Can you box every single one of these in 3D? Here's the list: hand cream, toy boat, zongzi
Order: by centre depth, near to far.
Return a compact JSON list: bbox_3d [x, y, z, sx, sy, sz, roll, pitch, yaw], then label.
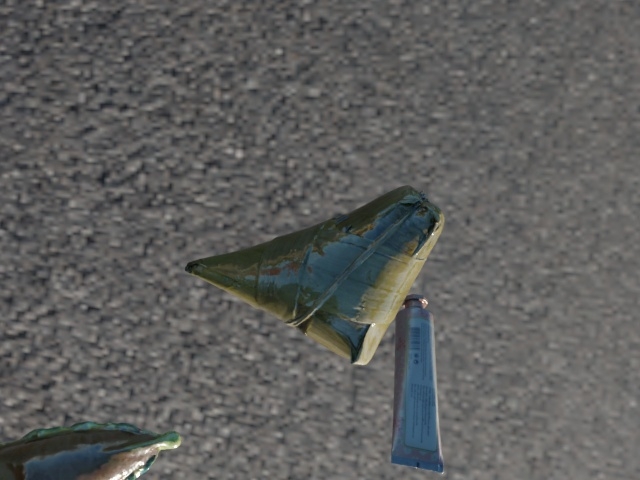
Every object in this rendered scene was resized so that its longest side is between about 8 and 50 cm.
[{"bbox_3d":[0.000,0.000,1.306,0.160,0.176,0.078,-60,-179,4],"label":"zongzi"},{"bbox_3d":[-0.270,0.226,1.370,0.108,0.293,0.099,68,11,19],"label":"toy boat"},{"bbox_3d":[0.109,0.161,1.755,0.067,0.043,0.209,16,58,-23],"label":"hand cream"}]
